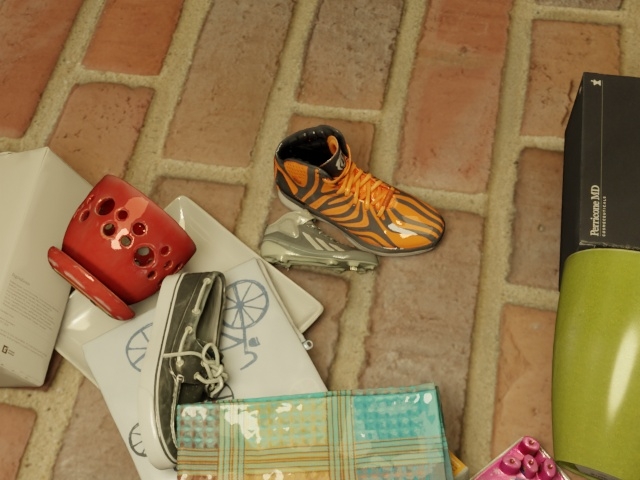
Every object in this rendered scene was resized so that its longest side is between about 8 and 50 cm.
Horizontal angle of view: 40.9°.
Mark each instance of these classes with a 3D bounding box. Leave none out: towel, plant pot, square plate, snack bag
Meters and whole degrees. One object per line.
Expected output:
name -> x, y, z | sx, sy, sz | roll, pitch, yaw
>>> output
towel -> -0.003, 0.327, 1.124 | 0.370, 0.040, 0.271 | -3, 59, -5
plant pot -> -0.323, 0.017, 1.365 | 0.191, 0.191, 0.174 | 35, 76, 21
square plate -> -0.232, 0.135, 1.424 | 0.347, 0.049, 0.344 | 37, 70, 22
plant pot -> 0.447, 0.202, 1.233 | 0.274, 0.275, 0.294 | 18, 75, 13
snack bag -> -0.162, 0.223, 1.322 | 0.323, 0.037, 0.342 | -27, 62, -10

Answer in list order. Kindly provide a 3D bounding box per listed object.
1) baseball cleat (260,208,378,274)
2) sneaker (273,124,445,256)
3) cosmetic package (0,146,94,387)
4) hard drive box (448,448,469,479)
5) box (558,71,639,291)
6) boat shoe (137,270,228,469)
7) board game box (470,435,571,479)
baseball cleat -> 0.000, 0.000, 1.463 | 0.205, 0.072, 0.109 | 5, 73, 6
sneaker -> 0.058, -0.085, 1.449 | 0.321, 0.180, 0.125 | 19, 64, 14
cosmetic package -> -0.524, 0.044, 1.407 | 0.197, 0.155, 0.366 | -5, 58, 25
hard drive box -> 0.067, 0.358, 1.212 | 0.232, 0.089, 0.181 | -36, 49, -21
box -> 0.568, -0.082, 1.413 | 0.312, 0.179, 0.343 | 8, 62, 7
boat shoe -> -0.188, 0.182, 1.263 | 0.105, 0.113, 0.306 | -8, 50, 17
board game box -> 0.276, 0.525, 1.171 | 0.390, 0.050, 0.390 | -34, 64, -14
